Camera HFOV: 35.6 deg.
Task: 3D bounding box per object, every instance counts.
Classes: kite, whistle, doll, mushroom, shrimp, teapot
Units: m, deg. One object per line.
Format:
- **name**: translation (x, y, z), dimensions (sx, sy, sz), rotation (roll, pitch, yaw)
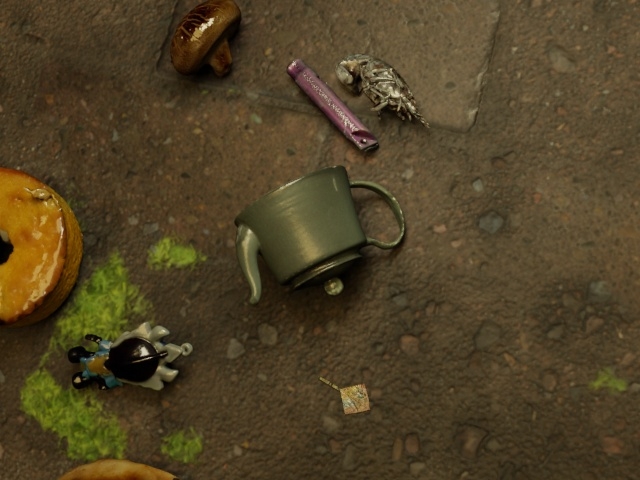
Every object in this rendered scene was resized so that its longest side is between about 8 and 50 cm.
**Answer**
- **kite**: translation (0.030, 0.206, 1.316), dimensions (0.078, 0.002, 0.044), rotation (7, 82, 18)
- **whistle**: translation (0.015, -0.187, 1.378), dimensions (0.033, 0.033, 0.176), rotation (-43, 71, 6)
- **doll**: translation (-0.263, 0.165, 1.385), dimensions (0.195, 0.070, 0.096), rotation (-11, 92, 23)
- **mushroom**: translation (-0.164, -0.290, 1.420), dimensions (0.085, 0.109, 0.126), rotation (35, 76, 25)
- **shrimp**: translation (0.086, -0.201, 1.347), dimensions (0.065, 0.057, 0.165), rotation (-37, 60, -8)
- **teapot**: translation (0.000, 0.000, 1.297), dimensions (0.239, 0.162, 0.149), rotation (-23, 81, -18)

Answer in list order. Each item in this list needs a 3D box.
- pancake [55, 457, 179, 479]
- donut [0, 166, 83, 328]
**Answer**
- **pancake**: translation (-0.325, 0.389, 1.368), dimensions (0.212, 0.056, 0.258), rotation (28, 89, 21)
- **donut**: translation (-0.464, 0.011, 1.453), dimensions (0.253, 0.118, 0.254), rotation (-2, 81, 15)
